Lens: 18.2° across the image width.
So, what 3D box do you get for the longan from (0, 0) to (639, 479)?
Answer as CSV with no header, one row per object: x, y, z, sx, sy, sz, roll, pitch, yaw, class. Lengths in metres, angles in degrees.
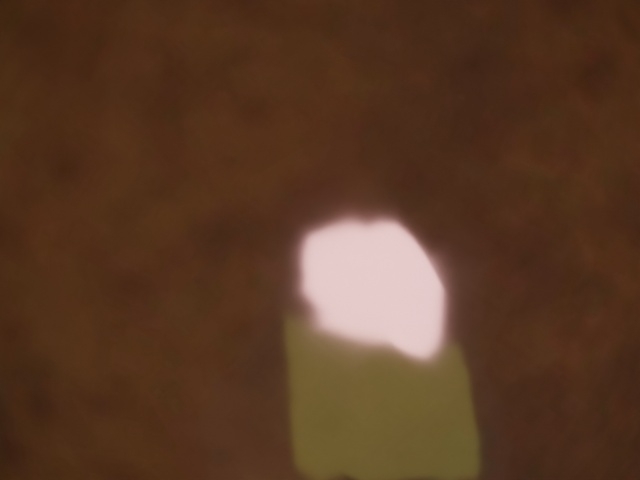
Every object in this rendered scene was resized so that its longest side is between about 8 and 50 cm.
0.000,0.000,0.659,0.318,0.319,0.319,-7,134,-7,longan
